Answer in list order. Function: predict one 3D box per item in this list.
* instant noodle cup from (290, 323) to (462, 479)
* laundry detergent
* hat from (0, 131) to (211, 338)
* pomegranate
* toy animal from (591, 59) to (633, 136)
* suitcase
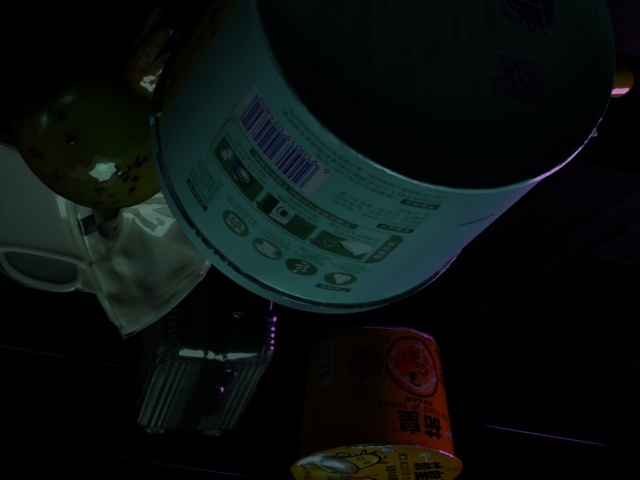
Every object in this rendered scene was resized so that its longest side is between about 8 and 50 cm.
[{"bbox_3d":[0.069,0.212,2.324,0.216,0.172,0.216,0,157,0],"label":"instant noodle cup"},{"bbox_3d":[0.029,-0.107,1.432,0.287,0.287,0.305,9,155,-19],"label":"laundry detergent"},{"bbox_3d":[-0.225,-0.040,1.813,0.164,0.226,0.219,-32,148,-31],"label":"hat"},{"bbox_3d":[-0.179,-0.117,1.610,0.159,0.159,0.205,19,128,-37],"label":"pomegranate"},{"bbox_3d":[0.200,-0.131,1.659,0.127,0.131,0.181,27,157,22],"label":"toy animal"},{"bbox_3d":[-0.131,0.087,1.995,0.128,0.202,0.312,4,157,-11],"label":"suitcase"}]
